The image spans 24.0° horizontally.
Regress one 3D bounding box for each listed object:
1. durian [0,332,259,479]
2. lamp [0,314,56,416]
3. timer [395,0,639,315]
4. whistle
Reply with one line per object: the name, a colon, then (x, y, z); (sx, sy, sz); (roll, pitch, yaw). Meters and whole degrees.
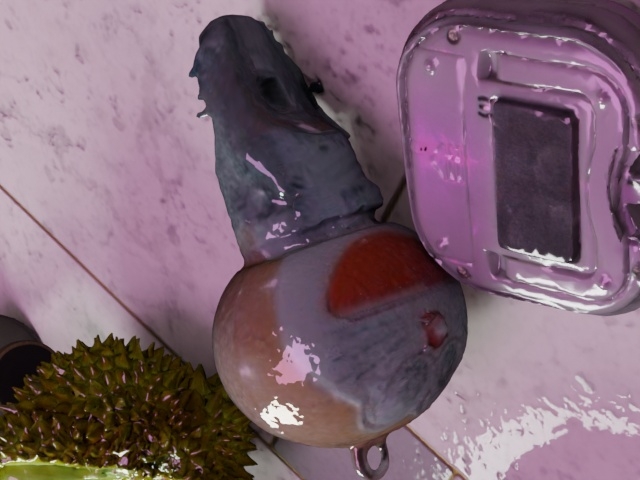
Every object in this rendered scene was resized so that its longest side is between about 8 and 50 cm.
durian: (-0.164, 0.179, 1.300); (0.236, 0.177, 0.200); (16, 156, 14)
lamp: (-0.316, 0.130, 1.463); (0.214, 0.121, 0.121); (-10, 108, 63)
timer: (0.137, -0.053, 0.957); (0.190, 0.069, 0.209); (12, 121, 36)
whistle: (0.000, 0.000, 1.056); (0.189, 0.189, 0.348); (-17, 89, 48)
